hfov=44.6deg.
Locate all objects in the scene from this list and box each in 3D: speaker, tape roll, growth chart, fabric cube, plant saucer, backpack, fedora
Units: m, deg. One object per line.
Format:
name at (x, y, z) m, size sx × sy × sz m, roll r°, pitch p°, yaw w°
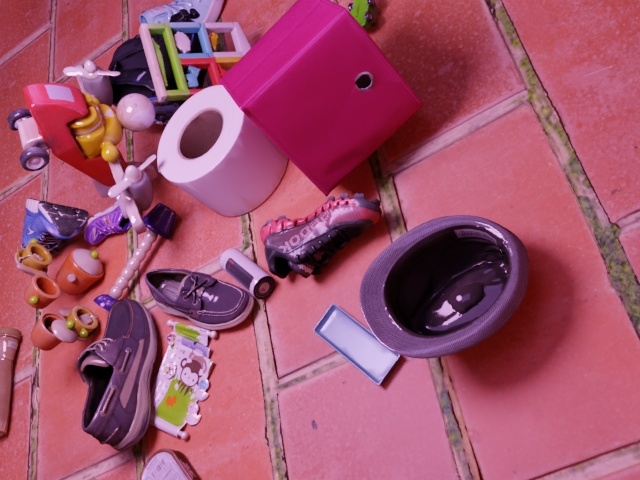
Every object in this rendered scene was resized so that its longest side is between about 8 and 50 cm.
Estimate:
speaker at (-0.152, 0.067, 1.612) m, size 0.055 × 0.055 × 0.136 m, roll -53°, pitch 47°, yaw -1°
tape roll at (-0.215, -0.196, 1.730) m, size 0.246 × 0.169 × 0.246 m, roll -18°, pitch 56°, yaw 29°
growth chart at (-0.289, 0.283, 1.614) m, size 0.172 × 0.021 × 0.237 m, roll 2°, pitch 67°, yaw 36°
fabric cube at (-0.006, -0.291, 1.522) m, size 0.258 × 0.254 × 0.259 m, roll -43°, pitch 29°, yaw 4°
plant saucer at (0.065, 0.186, 1.407) m, size 0.192 × 0.018 × 0.067 m, roll 35°, pitch 88°, yaw 42°
backpack at (-0.402, -0.411, 1.964) m, size 0.263 × 0.213 × 0.277 m, roll -1°, pitch 60°, yaw 24°
fedora at (0.214, 0.089, 1.276) m, size 0.275 × 0.124 × 0.244 m, roll -37°, pitch 50°, yaw 3°

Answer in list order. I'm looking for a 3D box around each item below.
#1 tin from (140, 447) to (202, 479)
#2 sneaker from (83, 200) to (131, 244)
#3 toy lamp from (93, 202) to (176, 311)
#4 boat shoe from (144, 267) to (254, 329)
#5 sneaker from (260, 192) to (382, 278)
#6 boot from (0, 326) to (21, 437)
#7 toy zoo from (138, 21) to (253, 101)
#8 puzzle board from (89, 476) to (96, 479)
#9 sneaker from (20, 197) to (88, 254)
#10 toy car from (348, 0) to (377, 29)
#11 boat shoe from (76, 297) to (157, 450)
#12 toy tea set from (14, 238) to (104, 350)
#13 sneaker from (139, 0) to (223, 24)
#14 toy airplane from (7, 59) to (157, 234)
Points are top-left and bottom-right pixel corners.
tin at (-0.280, 0.477, 1.486) m, size 0.189 × 0.040 × 0.106 m, roll 38°, pitch 95°, yaw 43°
sneaker at (-0.518, -0.040, 1.940) m, size 0.170 × 0.068 × 0.071 m, roll -36°, pitch 55°, yaw 15°
toy lamp at (-0.427, 0.039, 1.816) m, size 0.080 × 0.080 × 0.275 m, roll 24°, pitch 80°, yaw 42°
boat shoe at (-0.264, 0.114, 1.636) m, size 0.285 × 0.092 × 0.103 m, roll 10°, pitch 61°, yaw 40°
sneaker at (0.000, 0.000, 1.507) m, size 0.276 × 0.097 × 0.135 m, roll -19°, pitch 55°, yaw 30°
boot at (-0.856, 0.366, 1.945) m, size 0.236 × 0.089 × 0.270 m, roll -20°, pitch 56°, yaw 27°
toy zoo at (-0.265, -0.427, 1.851) m, size 0.030 × 0.293 × 0.192 m, roll -37°, pitch 66°, yaw 57°
puzzle board at (-0.486, 0.567, 1.604) m, size 0.128 × 0.011 × 0.096 m, roll -52°, pitch 48°, yaw 2°
sneaker at (-0.691, -0.024, 2.013) m, size 0.330 × 0.129 × 0.147 m, roll 9°, pitch 87°, yaw 60°
toy car at (0.105, -0.558, 1.778) m, size 0.239 × 0.053 × 0.225 m, roll -7°, pitch 62°, yaw 35°
boat shoe at (-0.430, 0.259, 1.638) m, size 0.132 × 0.130 × 0.355 m, roll -37°, pitch 43°, yaw 26°
toy tea set at (-0.583, 0.115, 1.809) m, size 0.124 × 0.200 × 0.336 m, roll -44°, pitch 46°, yaw 19°
sneaker at (-0.398, -0.589, 2.105) m, size 0.135 × 0.150 × 0.366 m, roll 29°, pitch 84°, yaw 42°
toy airplane at (-0.479, -0.224, 1.783) m, size 0.272 × 0.386 × 0.384 m, roll -33°, pitch 16°, yaw 9°
